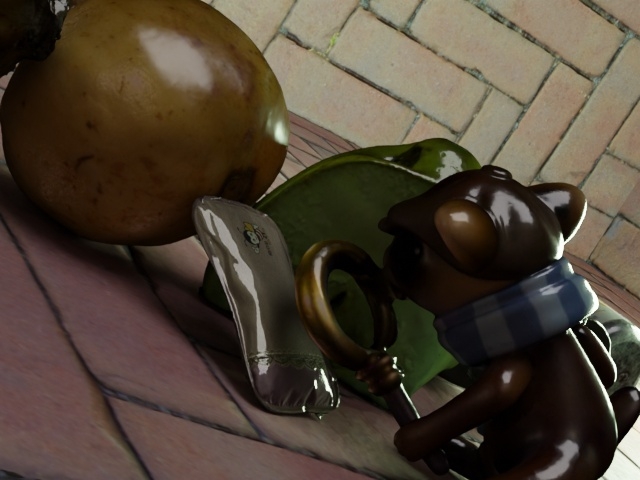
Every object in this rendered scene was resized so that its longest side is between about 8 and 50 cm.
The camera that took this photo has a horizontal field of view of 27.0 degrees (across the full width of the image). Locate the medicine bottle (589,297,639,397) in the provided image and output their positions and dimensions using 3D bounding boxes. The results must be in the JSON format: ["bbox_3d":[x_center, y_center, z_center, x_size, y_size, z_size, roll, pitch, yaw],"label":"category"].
[{"bbox_3d":[0.327,0.127,1.940,0.165,0.165,0.273,21,15,-45],"label":"medicine bottle"}]

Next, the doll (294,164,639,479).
[{"bbox_3d":[0.159,0.102,1.271,0.318,0.340,0.209,-24,10,-35],"label":"doll"}]

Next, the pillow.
[{"bbox_3d":[-0.050,0.062,1.272,0.130,0.038,0.233,10,54,-48],"label":"pillow"}]

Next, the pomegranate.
[{"bbox_3d":[-0.177,-0.123,1.381,0.307,0.307,0.307,30,10,-6],"label":"pomegranate"}]

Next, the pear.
[{"bbox_3d":[0.057,0.003,1.437,0.286,0.282,0.176,31,18,-3],"label":"pear"}]

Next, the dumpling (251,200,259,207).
[{"bbox_3d":[0.003,-0.003,1.860,0.332,0.086,0.166,32,7,30],"label":"dumpling"}]

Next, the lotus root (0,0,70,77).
[{"bbox_3d":[-0.431,-0.241,1.265,0.397,0.196,0.179,11,17,2],"label":"lotus root"}]

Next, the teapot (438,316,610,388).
[{"bbox_3d":[0.232,0.077,1.600,0.223,0.305,0.285,-6,39,-32],"label":"teapot"}]
